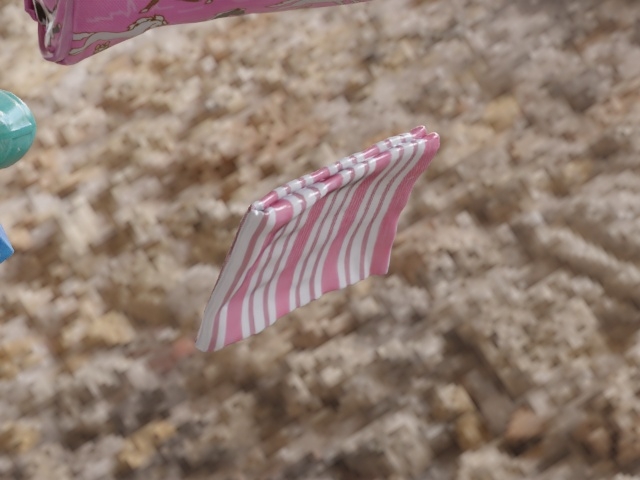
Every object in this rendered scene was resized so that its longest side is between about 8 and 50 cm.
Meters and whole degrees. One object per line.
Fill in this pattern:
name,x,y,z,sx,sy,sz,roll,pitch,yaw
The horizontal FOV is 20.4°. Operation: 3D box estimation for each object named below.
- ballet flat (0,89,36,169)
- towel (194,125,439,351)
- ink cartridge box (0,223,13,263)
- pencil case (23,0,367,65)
ballet flat,-0.327,-0.094,1.491,0.247,0.087,0.083,9,-73,40
towel,0.000,0.000,1.293,0.029,0.197,0.144,43,-45,23
ink cartridge box,-0.441,-0.039,1.821,0.231,0.134,0.078,53,-1,-31
pencil case,-0.034,-0.236,1.337,0.167,0.386,0.160,-122,-154,-45
